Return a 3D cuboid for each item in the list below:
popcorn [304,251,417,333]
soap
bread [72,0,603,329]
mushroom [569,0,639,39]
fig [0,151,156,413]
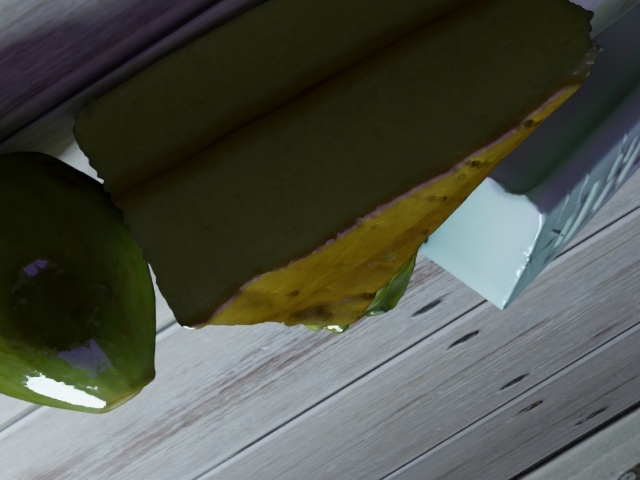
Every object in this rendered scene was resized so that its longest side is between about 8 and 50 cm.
[{"bbox_3d":[0.000,0.000,1.896,0.212,0.198,0.198,-4,159,3],"label":"popcorn"},{"bbox_3d":[0.252,-0.101,1.879,0.347,0.115,0.208,-44,165,-32],"label":"soap"},{"bbox_3d":[0.020,-0.122,1.541,0.361,0.233,0.245,-44,154,25],"label":"bread"},{"bbox_3d":[0.204,-0.235,1.656,0.407,0.137,0.154,-42,170,13],"label":"mushroom"},{"bbox_3d":[-0.233,0.032,1.565,0.207,0.230,0.207,-58,163,-28],"label":"fig"}]
